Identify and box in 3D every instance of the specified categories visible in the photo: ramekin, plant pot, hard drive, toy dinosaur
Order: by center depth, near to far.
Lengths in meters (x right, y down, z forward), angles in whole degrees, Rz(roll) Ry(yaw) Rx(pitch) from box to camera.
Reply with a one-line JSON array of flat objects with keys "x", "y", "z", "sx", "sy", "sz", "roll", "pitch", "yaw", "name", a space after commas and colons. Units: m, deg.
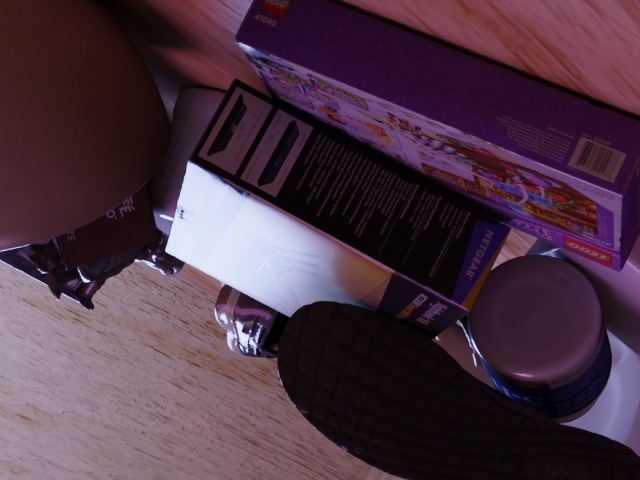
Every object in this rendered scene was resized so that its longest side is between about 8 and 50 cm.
[{"x": 0.330, "y": 0.094, "z": 1.246, "sx": 0.319, "sy": 0.040, "sz": 0.210, "roll": 40, "pitch": 171, "yaw": -2, "name": "hard drive"}, {"x": -0.287, "y": -0.147, "z": 1.272, "sx": 0.284, "sy": 0.284, "sz": 0.191, "roll": 20, "pitch": 135, "yaw": 36, "name": "plant pot"}, {"x": -0.053, "y": -0.034, "z": 1.529, "sx": 0.277, "sy": 0.135, "sz": 0.277, "roll": 26, "pitch": 171, "yaw": 4, "name": "ramekin"}, {"x": -0.235, "y": -0.008, "z": 1.613, "sx": 0.121, "sy": 0.160, "sz": 0.313, "roll": 47, "pitch": 179, "yaw": 10, "name": "toy dinosaur"}]

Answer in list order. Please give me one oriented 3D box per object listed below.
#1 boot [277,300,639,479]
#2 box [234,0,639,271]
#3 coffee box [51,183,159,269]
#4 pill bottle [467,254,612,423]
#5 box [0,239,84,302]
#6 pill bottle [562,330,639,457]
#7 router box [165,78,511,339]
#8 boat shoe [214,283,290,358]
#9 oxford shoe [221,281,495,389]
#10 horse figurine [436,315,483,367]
[{"x": 0.110, "y": 0.174, "z": 1.280, "sx": 0.338, "sy": 0.118, "sz": 0.222, "roll": 30, "pitch": 170, "yaw": 3, "name": "boot"}, {"x": 0.096, "y": -0.081, "z": 1.073, "sx": 0.293, "sy": 0.057, "sz": 0.201, "roll": 24, "pitch": 170, "yaw": 16, "name": "box"}, {"x": -0.253, "y": -0.088, "z": 1.498, "sx": 0.246, "sy": 0.098, "sz": 0.141, "roll": -134, "pitch": 30, "yaw": -59, "name": "coffee box"}, {"x": 0.198, "y": 0.096, "z": 1.291, "sx": 0.112, "sy": 0.112, "sz": 0.186, "roll": 23, "pitch": 165, "yaw": 24, "name": "pill bottle"}, {"x": -0.275, "y": -0.056, "z": 1.717, "sx": 0.059, "sy": 0.232, "sz": 0.183, "roll": 41, "pitch": -177, "yaw": 38, "name": "box"}, {"x": 0.424, "y": 0.275, "z": 1.662, "sx": 0.392, "sy": 0.224, "sz": 0.224, "roll": 31, "pitch": 170, "yaw": -25, "name": "pill bottle"}, {"x": 0.000, "y": 0.000, "z": 1.244, "sx": 0.243, "sy": 0.081, "sz": 0.309, "roll": 28, "pitch": 164, "yaw": -1, "name": "router box"}, {"x": -0.053, "y": 0.091, "z": 1.556, "sx": 0.073, "sy": 0.080, "sz": 0.223, "roll": 29, "pitch": 168, "yaw": 18, "name": "boat shoe"}, {"x": 0.072, "y": 0.118, "z": 2.038, "sx": 0.449, "sy": 0.169, "sz": 0.130, "roll": 30, "pitch": 151, "yaw": -17, "name": "oxford shoe"}, {"x": 0.120, "y": 0.021, "z": 1.423, "sx": 0.263, "sy": 0.066, "sz": 0.174, "roll": -136, "pitch": 26, "yaw": -82, "name": "horse figurine"}]
